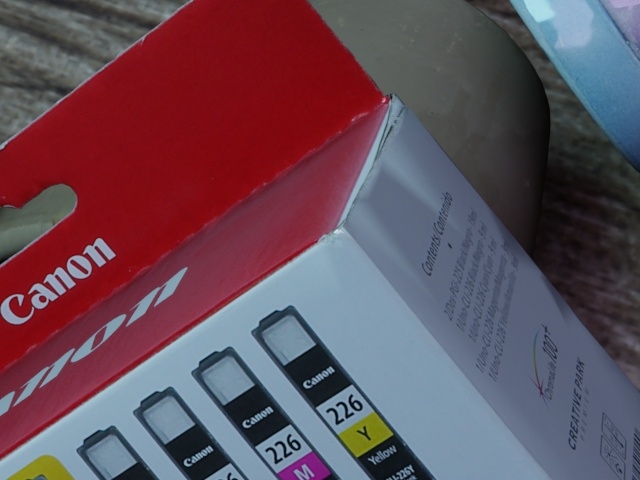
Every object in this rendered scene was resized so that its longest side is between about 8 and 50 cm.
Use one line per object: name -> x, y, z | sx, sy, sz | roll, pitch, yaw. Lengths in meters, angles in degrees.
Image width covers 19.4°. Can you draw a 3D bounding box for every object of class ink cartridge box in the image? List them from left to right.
ink cartridge box -> -0.060, 0.100, 0.672 | 0.309, 0.130, 0.272 | -35, 103, 22

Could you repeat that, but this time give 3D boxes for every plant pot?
plant pot -> 0.000, 0.000, 0.867 | 0.263, 0.263, 0.229 | 21, 58, 15

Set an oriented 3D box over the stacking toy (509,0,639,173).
stacking toy -> 0.106, -0.151, 0.895 | 0.130, 0.279, 0.309 | -36, 72, 13
